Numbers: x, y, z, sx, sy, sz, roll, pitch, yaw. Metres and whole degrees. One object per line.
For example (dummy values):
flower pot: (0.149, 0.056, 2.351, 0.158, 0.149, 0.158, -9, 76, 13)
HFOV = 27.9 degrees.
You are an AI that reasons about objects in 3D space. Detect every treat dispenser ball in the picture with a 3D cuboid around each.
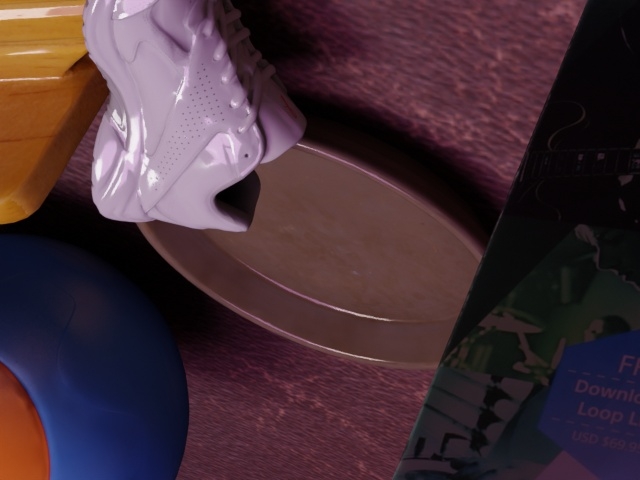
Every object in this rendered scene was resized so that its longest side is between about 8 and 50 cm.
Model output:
treat dispenser ball: (-0.250, 0.138, 1.038, 0.288, 0.288, 0.288, 19, 152, 10)

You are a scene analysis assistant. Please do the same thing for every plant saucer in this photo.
plant saucer: (0.000, 0.000, 0.869, 0.278, 0.041, 0.278, 18, 151, 10)

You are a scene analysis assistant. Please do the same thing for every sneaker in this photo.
sneaker: (-0.060, -0.093, 0.692, 0.115, 0.090, 0.232, 15, 141, 6)

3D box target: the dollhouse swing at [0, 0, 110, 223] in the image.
dollhouse swing: (-0.304, -0.043, 0.631, 0.315, 0.305, 0.347, -1, 155, 12)

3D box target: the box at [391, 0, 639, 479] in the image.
box: (0.180, -0.003, 0.420, 0.232, 0.322, 0.058, 8, 144, 27)
